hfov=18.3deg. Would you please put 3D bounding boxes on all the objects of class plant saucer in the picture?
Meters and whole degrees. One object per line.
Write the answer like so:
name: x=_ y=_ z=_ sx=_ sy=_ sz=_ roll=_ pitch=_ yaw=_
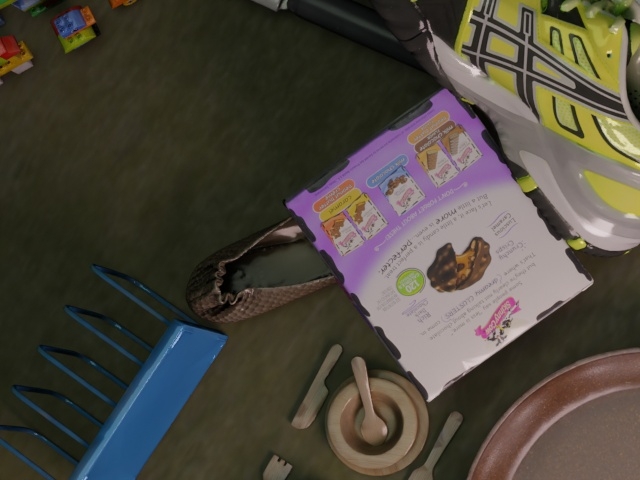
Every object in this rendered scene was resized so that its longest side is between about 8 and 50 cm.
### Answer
plant saucer: x=0.263 y=0.240 z=1.559 sx=0.311 sy=0.050 sz=0.310 roll=-1 pitch=84 yaw=13

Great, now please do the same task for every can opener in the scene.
can opener: x=0.001 y=-0.215 z=1.635 sx=0.283 sy=0.095 sz=0.076 roll=25 pitch=90 yaw=13

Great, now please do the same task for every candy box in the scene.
candy box: x=0.092 y=0.001 z=1.575 sx=0.165 sy=0.070 sz=0.196 roll=-35 pitch=94 yaw=-2

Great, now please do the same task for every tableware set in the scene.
tableware set: x=0.018 y=0.196 z=1.620 sx=0.128 sy=0.039 sz=0.194 roll=29 pitch=91 yaw=13

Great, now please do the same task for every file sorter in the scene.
file sorter: x=-0.178 y=0.118 z=1.631 sx=0.104 sy=0.118 sz=0.170 roll=34 pitch=92 yaw=17

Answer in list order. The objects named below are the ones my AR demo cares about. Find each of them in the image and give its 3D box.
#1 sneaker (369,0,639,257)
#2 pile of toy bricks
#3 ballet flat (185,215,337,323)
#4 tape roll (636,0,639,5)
sneaker: x=0.164 y=-0.169 z=1.519 sx=0.147 sy=0.145 sz=0.384 roll=-34 pitch=107 yaw=33
pile of toy bricks: x=-0.237 y=-0.222 z=1.681 sx=0.212 sy=0.105 sz=0.118 roll=-29 pitch=79 yaw=8
ballet flat: x=0.000 y=0.000 z=1.633 sx=0.250 sy=0.058 sz=0.084 roll=-24 pitch=81 yaw=9
tape roll: x=0.267 y=-0.263 z=1.596 sx=0.219 sy=0.072 sz=0.219 roll=-1 pitch=83 yaw=12
